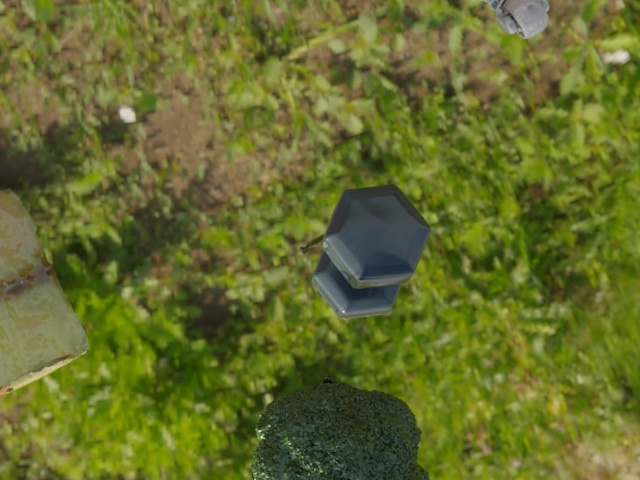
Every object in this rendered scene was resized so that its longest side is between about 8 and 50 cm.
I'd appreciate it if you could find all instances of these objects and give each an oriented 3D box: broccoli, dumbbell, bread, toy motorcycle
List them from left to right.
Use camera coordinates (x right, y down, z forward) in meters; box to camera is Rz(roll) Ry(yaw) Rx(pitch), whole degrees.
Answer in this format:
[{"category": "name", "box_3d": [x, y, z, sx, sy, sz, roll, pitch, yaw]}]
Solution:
[{"category": "bread", "box_3d": [-0.310, 0.090, 1.075, 0.167, 0.163, 0.264, -24, 168, -23]}, {"category": "broccoli", "box_3d": [0.025, 0.342, 1.752, 0.254, 0.269, 0.269, 9, 136, 0]}, {"category": "dumbbell", "box_3d": [0.072, 0.023, 1.925, 0.156, 0.144, 0.316, -7, 166, -6]}, {"category": "toy motorcycle", "box_3d": [0.265, -0.402, 1.938, 0.112, 0.254, 0.112, -26, 154, -14]}]

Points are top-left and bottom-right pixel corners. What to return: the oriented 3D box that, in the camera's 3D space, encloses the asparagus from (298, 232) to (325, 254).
[{"category": "asparagus", "box_3d": [0.000, 0.000, 2.198, 0.015, 0.018, 0.127, -37, 174, 40]}]
